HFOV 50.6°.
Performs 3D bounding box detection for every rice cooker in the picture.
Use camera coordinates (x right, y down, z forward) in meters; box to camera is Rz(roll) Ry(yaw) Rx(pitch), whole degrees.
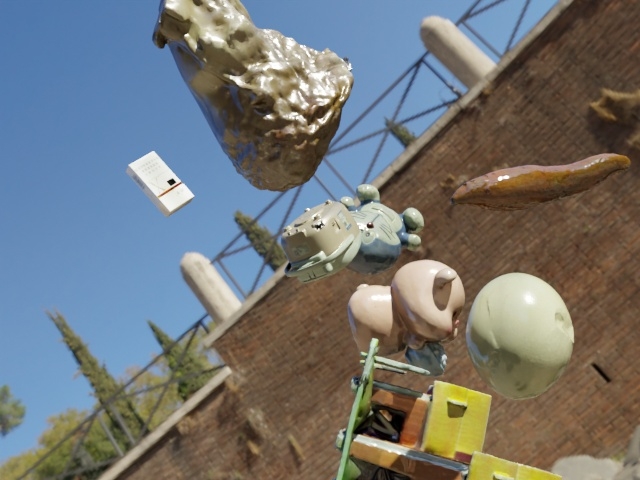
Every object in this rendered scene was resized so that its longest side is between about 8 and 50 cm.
[{"bbox_3d":[0.000,0.000,1.375,0.145,0.127,0.206,-21,12,30],"label":"rice cooker"}]

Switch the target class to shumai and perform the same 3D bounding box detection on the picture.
[{"bbox_3d":[-0.120,-0.221,0.947,0.283,0.346,0.217,24,-59,-29],"label":"shumai"}]

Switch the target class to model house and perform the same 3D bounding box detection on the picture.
[{"bbox_3d":[0.184,0.349,1.030,0.340,0.323,0.300,73,-148,-74],"label":"model house"}]

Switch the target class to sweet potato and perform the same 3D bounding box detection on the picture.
[{"bbox_3d":[0.276,-0.070,0.847,0.264,0.057,0.057,-11,-29,-21],"label":"sweet potato"}]

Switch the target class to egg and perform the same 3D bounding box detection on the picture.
[{"bbox_3d":[0.416,0.197,1.423,0.219,0.269,0.219,-1,-29,0],"label":"egg"}]

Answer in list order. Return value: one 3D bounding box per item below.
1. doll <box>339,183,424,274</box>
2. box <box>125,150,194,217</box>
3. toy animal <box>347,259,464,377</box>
[{"bbox_3d":[0.122,-0.019,1.639,0.154,0.228,0.258,-63,-12,24],"label":"doll"},{"bbox_3d":[-0.396,-0.138,1.670,0.084,0.154,0.040,-40,-4,-41],"label":"box"},{"bbox_3d":[0.175,0.146,1.394,0.210,0.221,0.230,23,-98,-72],"label":"toy animal"}]
